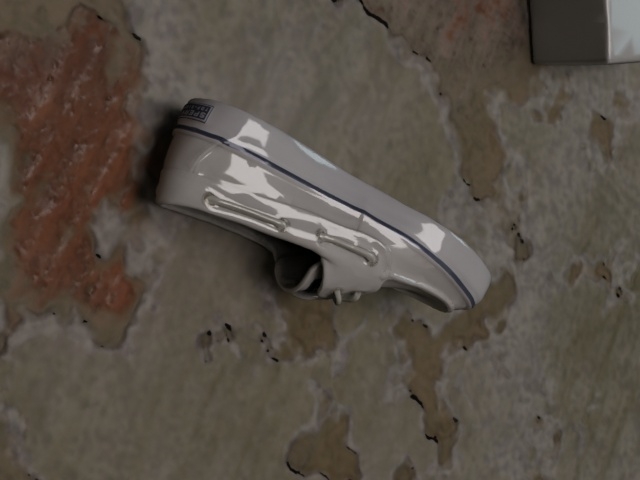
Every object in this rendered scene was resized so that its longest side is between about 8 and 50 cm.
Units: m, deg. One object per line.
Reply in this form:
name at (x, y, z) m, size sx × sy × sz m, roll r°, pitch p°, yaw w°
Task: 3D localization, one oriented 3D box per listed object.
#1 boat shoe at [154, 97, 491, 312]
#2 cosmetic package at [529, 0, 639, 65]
boat shoe at (0.000, 0.000, 1.118) m, size 0.258 × 0.095 × 0.084 m, roll 29°, pitch 77°, yaw -25°
cosmetic package at (0.221, -0.250, 1.287) m, size 0.117 × 0.085 × 0.231 m, roll -7°, pitch 98°, yaw -39°
